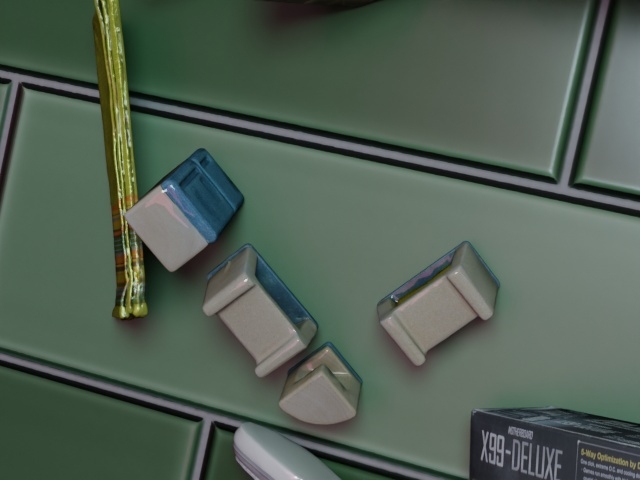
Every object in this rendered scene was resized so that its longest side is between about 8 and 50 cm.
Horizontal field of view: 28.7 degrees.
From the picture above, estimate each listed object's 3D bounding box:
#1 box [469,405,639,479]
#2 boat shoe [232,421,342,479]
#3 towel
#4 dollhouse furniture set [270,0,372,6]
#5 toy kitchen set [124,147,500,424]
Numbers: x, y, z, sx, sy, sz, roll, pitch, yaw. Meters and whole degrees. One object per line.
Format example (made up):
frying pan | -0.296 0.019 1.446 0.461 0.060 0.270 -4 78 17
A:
box | 0.192 0.233 0.721 0.076 0.307 0.242 2 88 -24
boat shoe | 0.001 0.206 0.896 0.184 0.066 0.063 38 99 5
towel | -0.154 -0.059 0.930 0.021 0.102 0.237 -4 87 -17
dollhouse furniture set | -0.045 -0.222 0.898 0.184 0.129 0.129 -17 84 41
toy kitchen set | 0.000 0.000 0.887 0.166 0.122 0.207 -37 99 13
